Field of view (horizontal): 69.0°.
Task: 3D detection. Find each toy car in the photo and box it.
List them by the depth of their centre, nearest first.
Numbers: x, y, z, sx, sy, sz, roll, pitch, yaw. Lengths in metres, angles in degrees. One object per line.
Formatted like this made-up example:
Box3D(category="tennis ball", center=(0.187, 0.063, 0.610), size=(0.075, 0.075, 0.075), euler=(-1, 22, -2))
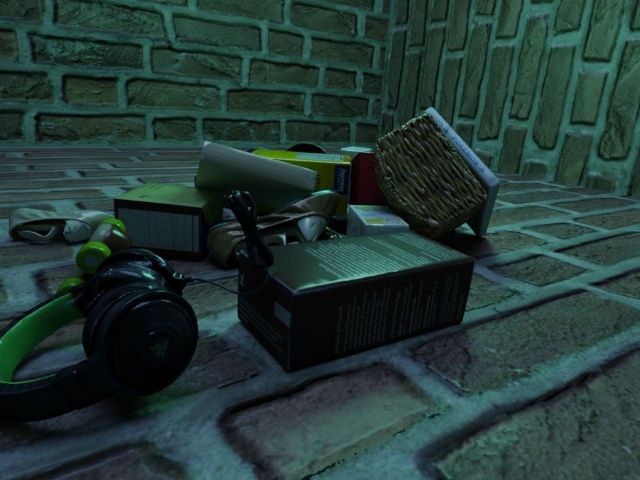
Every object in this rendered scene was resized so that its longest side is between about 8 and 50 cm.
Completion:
Box3D(category="toy car", center=(-0.350, 0.068, 0.858), size=(0.189, 0.148, 0.155), euler=(29, 13, -20))

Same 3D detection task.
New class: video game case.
Box3D(category="video game case", center=(0.400, -0.189, 1.367), size=(0.036, 0.329, 0.299), euler=(-32, 64, -1))

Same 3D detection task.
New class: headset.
Box3D(category="headset", center=(-0.251, 0.074, 0.622), size=(0.395, 0.185, 0.243), euler=(-22, 27, -17))

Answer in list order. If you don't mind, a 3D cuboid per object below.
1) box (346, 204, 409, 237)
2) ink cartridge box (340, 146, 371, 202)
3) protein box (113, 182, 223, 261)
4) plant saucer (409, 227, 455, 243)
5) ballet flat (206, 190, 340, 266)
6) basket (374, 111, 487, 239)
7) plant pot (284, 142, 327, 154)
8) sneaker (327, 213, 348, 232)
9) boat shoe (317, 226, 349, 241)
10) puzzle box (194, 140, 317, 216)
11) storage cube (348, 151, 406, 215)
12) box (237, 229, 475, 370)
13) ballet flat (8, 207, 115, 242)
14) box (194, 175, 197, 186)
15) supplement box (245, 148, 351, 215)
Box3D(category="box", center=(0.145, -0.019, 1.224), size=(0.114, 0.103, 0.203), euler=(1, 18, -8))
Box3D(category="ink cartridge box", center=(0.132, -0.259, 1.823), size=(0.086, 0.202, 0.148), euler=(11, 19, 20))
Box3D(category="protein box", center=(-0.364, -0.051, 1.148), size=(0.202, 0.135, 0.199), euler=(6, 18, 2))
Box3D(category="plant saucer", center=(0.298, -0.023, 1.388), size=(0.199, 0.036, 0.198), euler=(4, 17, -1))
Box3D(category="ballet flat", center=(-0.090, -0.016, 1.092), size=(0.343, 0.116, 0.124), euler=(-17, 53, -18))
Box3D(category="basket", center=(0.277, -0.152, 1.294), size=(0.214, 0.299, 0.223), euler=(-31, -12, -2))
Box3D(category="plant pot", center=(-0.038, -0.254, 1.814), size=(0.216, 0.215, 0.230), euler=(8, 4, 11))
Box3D(category="sneaker", center=(0.046, -0.054, 1.410), size=(0.089, 0.051, 0.170), euler=(2, 13, -8))
Box3D(category="boat shoe", center=(0.000, 0.000, 1.177), size=(0.207, 0.073, 0.073), euler=(18, 19, 38))
Box3D(category="puzzle box", center=(-0.198, -0.142, 1.253), size=(0.273, 0.052, 0.409), euler=(13, -12, -16))
Box3D(category="storage cube", center=(0.195, -0.171, 1.501), size=(0.184, 0.192, 0.215), euler=(3, 2, -5))
Box3D(category="box", center=(0.067, 0.084, 0.821), size=(0.382, 0.142, 0.191), euler=(-5, 20, -32))
Box3D(category="ballet flat", center=(-0.632, -0.029, 1.138), size=(0.249, 0.086, 0.086), euler=(1, 17, -5))
Box3D(category="box", center=(-0.385, -0.199, 1.761), size=(0.176, 0.051, 0.220), euler=(-1, 18, -16))
Box3D(category="supplement box", center=(-0.081, -0.192, 1.575), size=(0.358, 0.195, 0.194), euler=(4, 18, 2))
